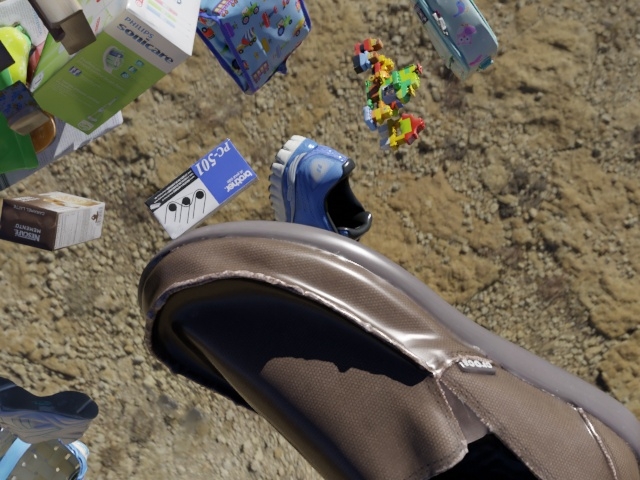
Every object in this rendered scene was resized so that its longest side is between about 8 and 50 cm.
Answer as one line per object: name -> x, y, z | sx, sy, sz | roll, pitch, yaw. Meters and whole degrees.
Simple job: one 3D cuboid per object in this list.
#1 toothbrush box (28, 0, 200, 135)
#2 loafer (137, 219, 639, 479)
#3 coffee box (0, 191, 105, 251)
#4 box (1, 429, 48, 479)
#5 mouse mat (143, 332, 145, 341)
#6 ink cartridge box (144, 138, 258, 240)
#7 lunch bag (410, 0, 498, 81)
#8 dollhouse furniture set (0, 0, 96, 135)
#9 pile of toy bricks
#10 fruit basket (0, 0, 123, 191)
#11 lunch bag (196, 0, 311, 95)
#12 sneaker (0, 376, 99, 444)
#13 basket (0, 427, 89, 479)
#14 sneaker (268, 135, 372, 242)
toothbrush box -> -0.322, -0.329, 1.152 | 0.283, 0.122, 0.206 | -23, 50, 36
loafer -> 0.046, 0.106, 0.461 | 0.365, 0.134, 0.130 | 23, 37, 0
coffee box -> -0.645, -0.051, 1.765 | 0.141, 0.246, 0.098 | 13, 99, 7
box -> -0.712, 0.502, 1.609 | 0.130, 0.091, 0.170 | 27, 47, 25
mouse mat -> -0.297, 0.178, 1.578 | 0.152, 0.190, 0.007 | 22, 31, 0
ink cartridge box -> -0.233, -0.098, 1.432 | 0.207, 0.046, 0.097 | -37, 87, -3
lunch bag -> 0.287, -0.453, 1.564 | 0.107, 0.279, 0.224 | -31, 90, 13
dollhouse furniture set -> -0.414, -0.245, 0.890 | 0.242, 0.161, 0.212 | -34, 96, -8
pile of toy bricks -> 0.131, -0.273, 1.276 | 0.105, 0.118, 0.212 | -19, 53, 22
fruit basket -> -0.536, -0.284, 1.330 | 0.165, 0.327, 0.353 | 22, 47, 26
lunch bag -> -0.134, -0.472, 1.609 | 0.138, 0.293, 0.221 | 30, 76, 35
sneaker -> -0.322, 0.190, 0.783 | 0.152, 0.061, 0.054 | 20, 25, -25
basket -> -0.542, 0.432, 1.300 | 0.201, 0.289, 0.255 | 35, 86, 6
sneaker -> 0.000, 0.000, 1.171 | 0.147, 0.330, 0.130 | 16, 39, 20
